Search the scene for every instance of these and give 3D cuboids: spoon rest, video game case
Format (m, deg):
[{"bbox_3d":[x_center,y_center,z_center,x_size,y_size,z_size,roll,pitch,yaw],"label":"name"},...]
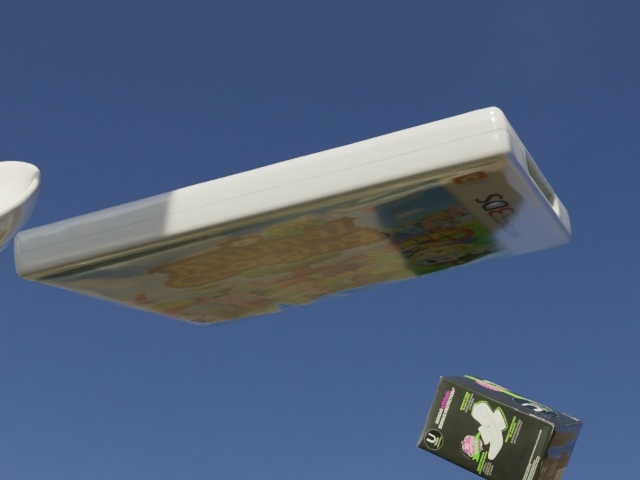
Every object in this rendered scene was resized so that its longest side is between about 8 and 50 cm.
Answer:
[{"bbox_3d":[-0.336,0.009,0.954,0.137,0.276,0.084,10,-48,42],"label":"spoon rest"},{"bbox_3d":[0.000,0.000,0.569,0.212,0.023,0.193,-13,-14,16],"label":"video game case"}]

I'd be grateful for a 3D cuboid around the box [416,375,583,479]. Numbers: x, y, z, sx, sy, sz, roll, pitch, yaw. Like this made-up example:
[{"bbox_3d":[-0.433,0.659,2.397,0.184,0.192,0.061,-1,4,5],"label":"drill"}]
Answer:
[{"bbox_3d":[0.118,0.127,0.799,0.083,0.052,0.062,22,6,29],"label":"box"}]
